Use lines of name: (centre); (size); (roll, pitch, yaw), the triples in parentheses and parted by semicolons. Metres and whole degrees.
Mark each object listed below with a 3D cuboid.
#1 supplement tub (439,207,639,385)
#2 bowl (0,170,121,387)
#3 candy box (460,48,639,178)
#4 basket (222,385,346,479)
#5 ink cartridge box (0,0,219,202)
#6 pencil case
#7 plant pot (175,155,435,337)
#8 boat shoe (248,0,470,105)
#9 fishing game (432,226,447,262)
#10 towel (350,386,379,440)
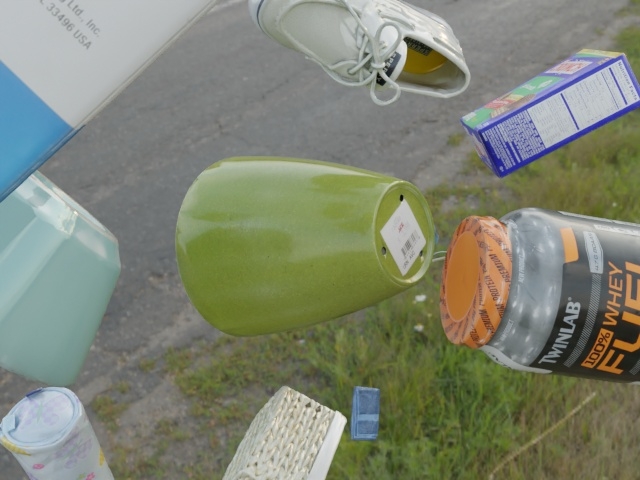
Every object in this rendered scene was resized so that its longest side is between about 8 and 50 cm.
supplement tub: (0.315, 0.067, 0.873); (0.316, 0.193, 0.193); (8, 29, -8)
bowl: (-0.349, 0.006, 0.834); (0.163, 0.311, 0.311); (-49, 42, -8)
candy box: (0.476, -0.275, 1.559); (0.317, 0.122, 0.268); (-27, 12, 9)
basket: (-0.053, 0.291, 0.970); (0.103, 0.113, 0.167); (34, 39, -5)
ink cartridge box: (-0.163, -0.256, 0.444); (0.395, 0.285, 0.166); (-41, 21, 5)
pencil case: (-0.397, 0.355, 1.144); (0.124, 0.273, 0.113); (-25, 42, -22)
plant pot: (0.000, 0.000, 1.021); (0.293, 0.274, 0.275); (-5, 26, 41)
boat shoe: (0.075, -0.264, 1.036); (0.367, 0.136, 0.156); (9, 45, -39)
fishing game: (0.147, -0.011, 1.518); (0.189, 0.264, 0.041); (-13, 48, 43)
towel: (0.104, 0.397, 1.689); (0.067, 0.119, 0.029); (6, -9, -17)
